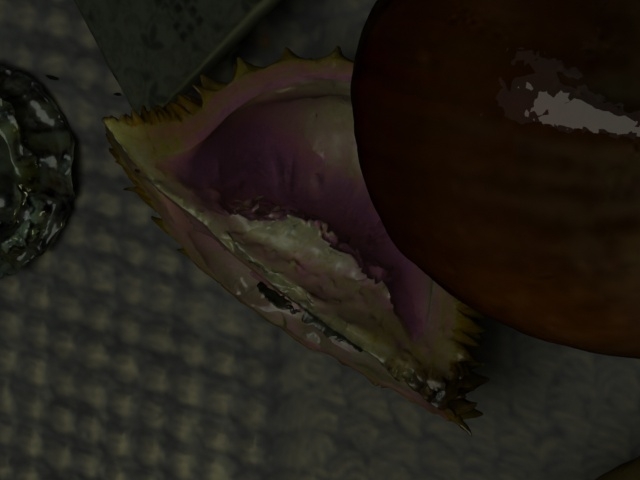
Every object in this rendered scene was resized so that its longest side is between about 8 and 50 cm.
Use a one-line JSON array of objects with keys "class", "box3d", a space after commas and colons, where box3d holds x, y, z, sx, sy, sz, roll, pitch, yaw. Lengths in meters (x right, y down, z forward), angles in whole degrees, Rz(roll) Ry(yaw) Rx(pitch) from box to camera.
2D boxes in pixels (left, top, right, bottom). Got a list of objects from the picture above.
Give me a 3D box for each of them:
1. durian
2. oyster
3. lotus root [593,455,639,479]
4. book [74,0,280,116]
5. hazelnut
[{"class": "durian", "box3d": [-0.002, 0.000, 0.849, 0.182, 0.132, 0.165, 9, 117, 18]}, {"class": "oyster", "box3d": [-0.263, -0.057, 1.035, 0.252, 0.087, 0.199, 40, 119, 4]}, {"class": "lotus root", "box3d": [0.153, 0.182, 0.790, 0.284, 0.146, 0.160, -37, 61, 25]}, {"class": "book", "box3d": [-0.033, -0.264, 0.836, 0.379, 0.031, 0.264, -41, 74, 36]}, {"class": "hazelnut", "box3d": [0.106, -0.059, 0.728, 0.186, 0.210, 0.210, 13, 110, -2]}]
